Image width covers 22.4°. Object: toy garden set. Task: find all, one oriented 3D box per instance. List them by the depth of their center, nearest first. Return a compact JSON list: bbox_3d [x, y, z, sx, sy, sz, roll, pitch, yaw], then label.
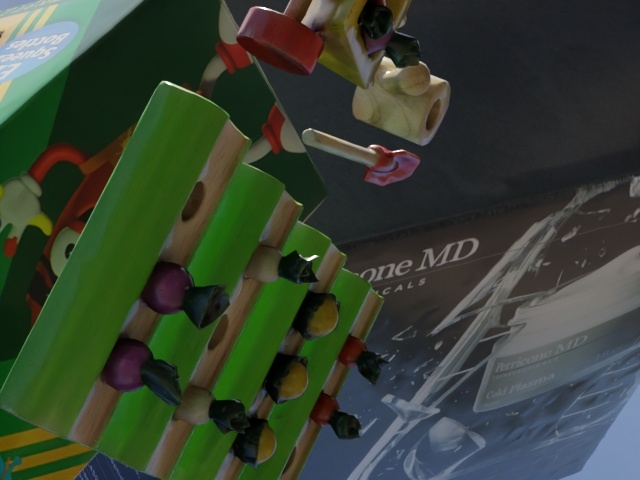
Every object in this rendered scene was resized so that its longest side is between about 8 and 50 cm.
[{"bbox_3d":[0.000,0.000,0.582,0.204,0.049,0.244,-64,-20,-8],"label":"toy garden set"}]

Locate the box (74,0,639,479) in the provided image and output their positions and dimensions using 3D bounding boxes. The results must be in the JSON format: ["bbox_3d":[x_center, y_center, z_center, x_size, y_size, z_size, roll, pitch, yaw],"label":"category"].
[{"bbox_3d":[0.034,0.013,1.275,0.479,0.472,0.297,-14,-125,-27],"label":"box"}]

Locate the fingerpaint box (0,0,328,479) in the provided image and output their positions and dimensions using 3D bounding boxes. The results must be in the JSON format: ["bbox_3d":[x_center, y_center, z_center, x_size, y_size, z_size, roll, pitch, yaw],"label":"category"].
[{"bbox_3d":[-0.282,0.038,0.867,0.371,0.444,0.163,-49,-60,-38],"label":"fingerpaint box"}]
